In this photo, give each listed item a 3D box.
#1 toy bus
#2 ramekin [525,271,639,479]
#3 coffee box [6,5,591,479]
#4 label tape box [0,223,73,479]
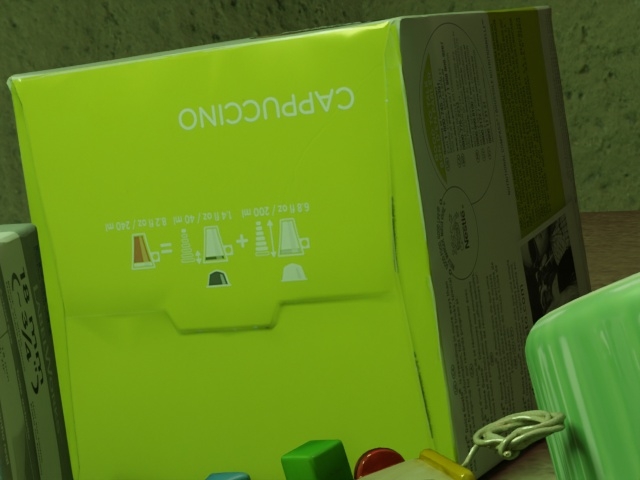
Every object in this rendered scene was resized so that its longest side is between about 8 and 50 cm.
[{"bbox_3d":[0.008,0.169,0.802,0.202,0.104,0.191,-12,9,34],"label":"toy bus"},{"bbox_3d":[0.253,0.071,0.865,0.303,0.148,0.303,-18,-9,-3],"label":"ramekin"},{"bbox_3d":[0.000,0.000,1.366,0.337,0.338,0.334,-5,6,28],"label":"coffee box"},{"bbox_3d":[-0.201,0.115,0.961,0.106,0.241,0.334,-8,6,-1],"label":"label tape box"}]
